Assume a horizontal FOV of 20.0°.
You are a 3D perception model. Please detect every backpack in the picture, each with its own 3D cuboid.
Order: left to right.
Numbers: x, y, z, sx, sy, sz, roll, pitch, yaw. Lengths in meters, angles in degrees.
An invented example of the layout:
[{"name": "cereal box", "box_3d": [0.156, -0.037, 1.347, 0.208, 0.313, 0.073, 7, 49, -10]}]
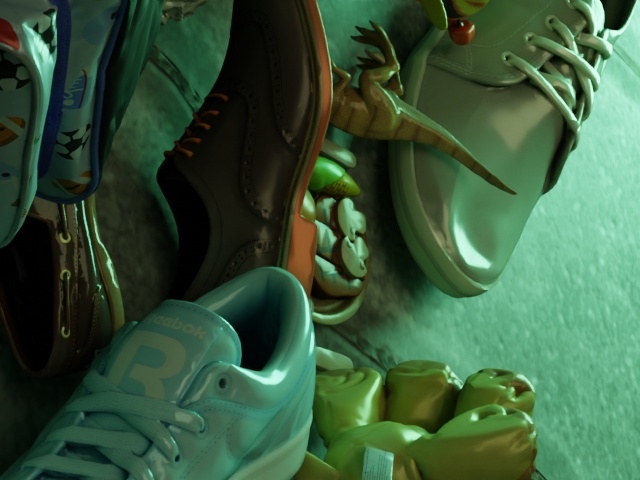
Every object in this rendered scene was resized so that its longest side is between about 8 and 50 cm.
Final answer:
[{"name": "backpack", "box_3d": [-0.222, -0.136, 0.943, 0.263, 0.276, 0.213, 22, 51, 1]}]

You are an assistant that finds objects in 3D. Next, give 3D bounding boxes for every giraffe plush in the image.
[{"name": "giraffe plush", "box_3d": [0.064, 0.198, 1.269, 0.210, 0.181, 0.170, -43, 133, -60]}]

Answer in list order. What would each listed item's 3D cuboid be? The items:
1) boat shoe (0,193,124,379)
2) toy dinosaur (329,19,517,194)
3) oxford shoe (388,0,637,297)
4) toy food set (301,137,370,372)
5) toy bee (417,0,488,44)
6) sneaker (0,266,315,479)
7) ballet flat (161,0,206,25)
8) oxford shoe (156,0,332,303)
[{"name": "boat shoe", "box_3d": [-0.177, -0.018, 1.102, 0.073, 0.073, 0.207, -20, 93, -55]}, {"name": "toy dinosaur", "box_3d": [0.048, -0.101, 1.410, 0.211, 0.064, 0.112, 16, 61, -18]}, {"name": "oxford shoe", "box_3d": [0.174, -0.140, 1.536, 0.169, 0.130, 0.449, 52, 44, -28]}, {"name": "toy food set", "box_3d": [0.000, 0.000, 1.340, 0.132, 0.038, 0.192, 22, 61, -45]}, {"name": "toy bee", "box_3d": [0.084, -0.219, 1.415, 0.195, 0.298, 0.162, -92, -175, -54]}, {"name": "sneaker", "box_3d": [-0.113, 0.112, 1.052, 0.366, 0.135, 0.150, -41, 141, -60]}, {"name": "ballet flat", "box_3d": [-0.182, -0.295, 1.148, 0.409, 0.147, 0.147, 36, 51, -38]}, {"name": "oxford shoe", "box_3d": [-0.055, -0.070, 1.234, 0.098, 0.097, 0.271, 5, 81, -24]}]
